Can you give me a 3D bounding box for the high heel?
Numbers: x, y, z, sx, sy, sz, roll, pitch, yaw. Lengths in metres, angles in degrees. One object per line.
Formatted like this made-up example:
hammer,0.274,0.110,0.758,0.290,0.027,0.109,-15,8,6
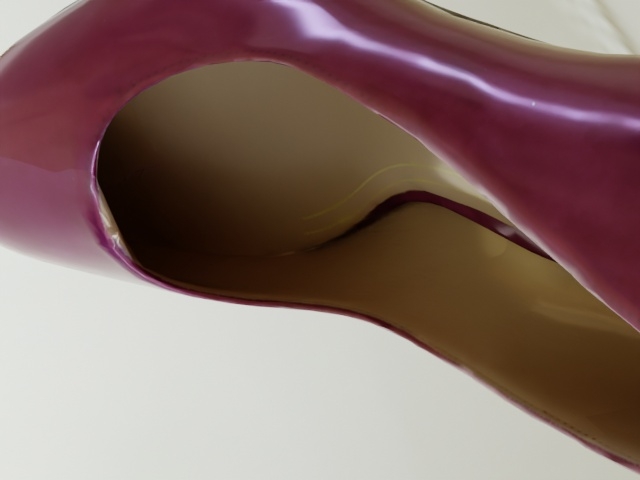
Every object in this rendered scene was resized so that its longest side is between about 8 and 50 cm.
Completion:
high heel,0.000,0.000,0.556,0.127,0.377,0.181,59,-140,-30
